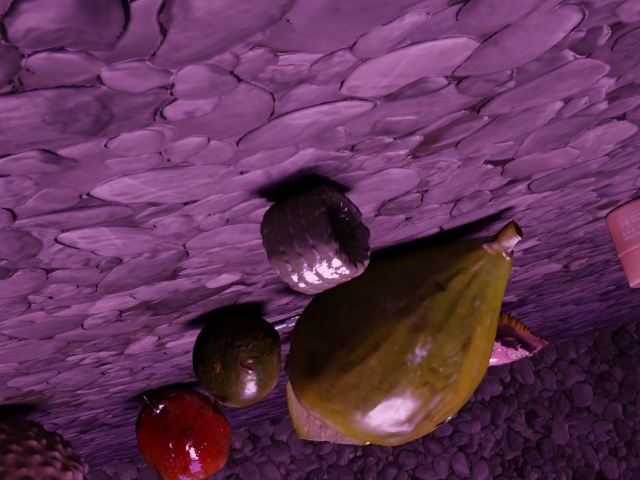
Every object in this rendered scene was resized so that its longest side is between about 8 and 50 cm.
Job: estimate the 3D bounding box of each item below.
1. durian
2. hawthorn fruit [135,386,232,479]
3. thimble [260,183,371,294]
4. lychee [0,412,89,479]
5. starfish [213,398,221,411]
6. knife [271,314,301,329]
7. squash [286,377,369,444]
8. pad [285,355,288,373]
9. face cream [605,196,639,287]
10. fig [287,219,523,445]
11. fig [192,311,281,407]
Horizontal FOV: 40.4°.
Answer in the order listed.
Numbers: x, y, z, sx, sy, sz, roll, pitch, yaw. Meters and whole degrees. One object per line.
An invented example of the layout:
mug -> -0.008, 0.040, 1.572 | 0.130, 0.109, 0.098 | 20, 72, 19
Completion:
durian -> 0.302, 0.192, 1.763 | 0.191, 0.112, 0.341 | -16, 161, 40
hawthorn fruit -> -0.268, 0.353, 1.645 | 0.181, 0.181, 0.235 | -18, 129, 7
thimble -> 0.000, 0.000, 0.737 | 0.062, 0.084, 0.110 | -22, 162, 22
lychee -> -0.529, 0.461, 1.330 | 0.432, 0.380, 0.380 | 4, 160, -15
starfish -> -0.199, 0.316, 1.795 | 0.133, 0.041, 0.130 | -61, 179, 8
knife -> -0.056, 0.127, 1.300 | 0.210, 0.015, 0.028 | -17, 159, 3
squash -> 0.131, 0.211, 1.439 | 0.309, 0.210, 0.234 | 1, 171, -36
pad -> 0.066, 0.223, 1.786 | 0.284, 0.018, 0.286 | -14, 165, -8
face cream -> 0.477, -0.007, 1.183 | 0.149, 0.104, 0.149 | -15, 165, -4
fig -> 0.121, 0.126, 1.060 | 0.314, 0.233, 0.233 | -17, 167, 28
fig -> -0.096, 0.150, 1.152 | 0.123, 0.123, 0.156 | -24, 176, 29
